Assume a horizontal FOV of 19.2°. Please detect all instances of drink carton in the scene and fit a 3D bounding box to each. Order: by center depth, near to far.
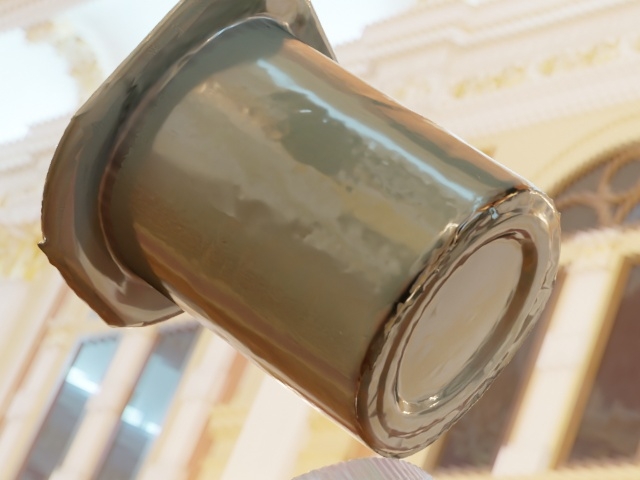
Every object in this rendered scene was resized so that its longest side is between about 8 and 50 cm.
[{"bbox_3d":[0.000,0.000,0.915,0.190,0.191,0.185,36,-15,25],"label":"drink carton"}]

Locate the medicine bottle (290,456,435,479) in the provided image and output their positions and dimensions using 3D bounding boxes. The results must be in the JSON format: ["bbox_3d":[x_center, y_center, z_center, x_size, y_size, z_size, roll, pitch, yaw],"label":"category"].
[{"bbox_3d":[0.046,0.190,0.618,0.225,0.139,0.139,53,-7,39],"label":"medicine bottle"}]
